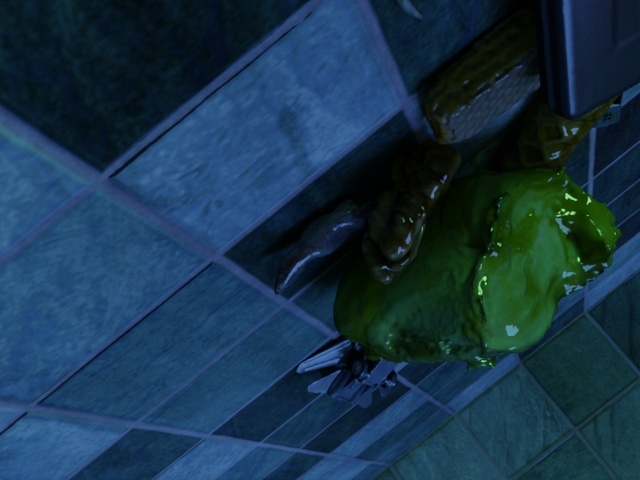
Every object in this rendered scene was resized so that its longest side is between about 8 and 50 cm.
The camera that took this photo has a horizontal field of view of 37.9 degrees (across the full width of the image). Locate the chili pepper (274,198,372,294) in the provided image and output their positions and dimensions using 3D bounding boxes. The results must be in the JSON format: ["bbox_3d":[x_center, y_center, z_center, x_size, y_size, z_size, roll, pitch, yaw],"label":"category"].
[{"bbox_3d":[-0.001,-0.001,1.030,0.153,0.041,0.050,-39,140,-12],"label":"chili pepper"}]

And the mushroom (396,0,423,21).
[{"bbox_3d":[0.034,-0.223,0.644,0.068,0.043,0.306,-27,165,22],"label":"mushroom"}]

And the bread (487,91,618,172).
[{"bbox_3d":[0.306,-0.164,1.137,0.077,0.084,0.367,19,137,-12],"label":"bread"}]

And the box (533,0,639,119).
[{"bbox_3d":[0.268,-0.234,0.862,0.160,0.050,0.230,-30,136,-10],"label":"box"}]

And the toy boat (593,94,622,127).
[{"bbox_3d":[0.363,-0.193,1.203,0.055,0.060,0.141,-14,154,6],"label":"toy boat"}]

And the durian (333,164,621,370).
[{"bbox_3d":[0.171,0.036,1.144,0.340,0.204,0.256,-7,-148,37],"label":"durian"}]

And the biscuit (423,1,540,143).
[{"bbox_3d":[0.263,-0.233,0.957,0.379,0.054,0.094,-37,159,-2],"label":"biscuit"}]

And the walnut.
[{"bbox_3d":[0.096,-0.038,1.029,0.170,0.069,0.143,-58,171,-31],"label":"walnut"}]

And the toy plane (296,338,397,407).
[{"bbox_3d":[0.107,0.156,1.458,0.212,0.088,0.267,24,116,-40],"label":"toy plane"}]
